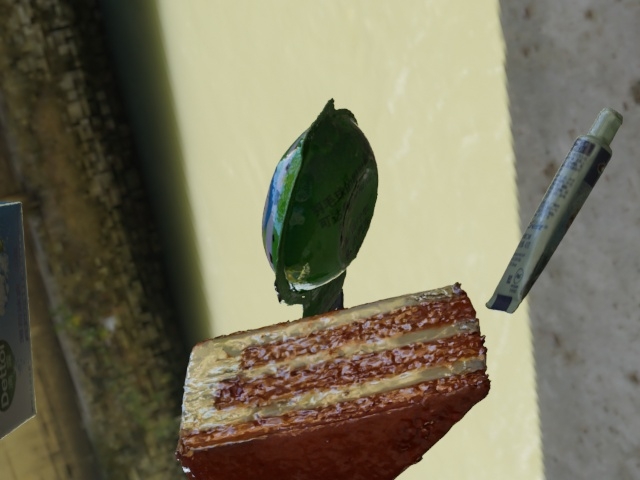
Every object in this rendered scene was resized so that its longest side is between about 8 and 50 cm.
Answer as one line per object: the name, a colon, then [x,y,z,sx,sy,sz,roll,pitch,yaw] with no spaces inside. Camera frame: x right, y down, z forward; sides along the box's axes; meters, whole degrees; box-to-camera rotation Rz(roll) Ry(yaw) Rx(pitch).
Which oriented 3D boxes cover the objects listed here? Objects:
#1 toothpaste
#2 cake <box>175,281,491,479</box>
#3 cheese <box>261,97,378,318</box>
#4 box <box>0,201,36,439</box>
toothpaste: [0.217,-0.027,1.138,0.037,0.216,0.062,32,174,-12]
cake: [-0.004,0.117,1.032,0.262,0.160,0.158,-45,26,26]
cheese: [0.000,0.000,1.250,0.083,0.204,0.320,17,137,17]
box: [-0.297,0.068,1.029,0.139,0.073,0.194,-42,-51,-82]
